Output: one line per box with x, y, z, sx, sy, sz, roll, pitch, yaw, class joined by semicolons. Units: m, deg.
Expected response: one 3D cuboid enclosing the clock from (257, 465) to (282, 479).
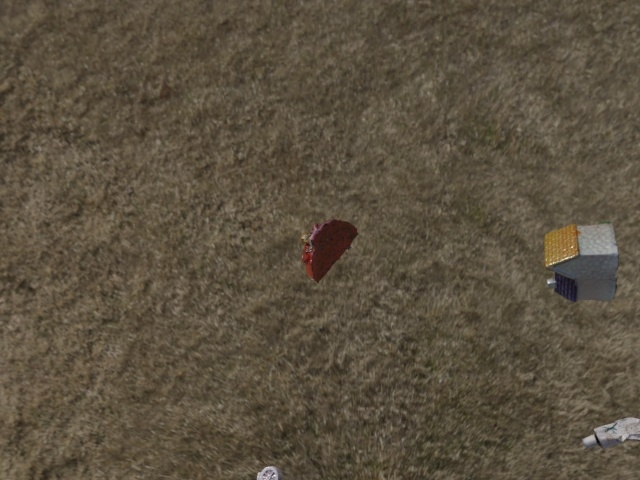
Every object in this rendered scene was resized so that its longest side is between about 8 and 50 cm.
-0.113;0.518;1.335;0.087;0.041;0.129;-4;69;21;clock

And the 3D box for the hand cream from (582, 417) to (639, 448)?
0.768;0.467;1.625;0.257;0.050;0.084;-11;27;11;hand cream

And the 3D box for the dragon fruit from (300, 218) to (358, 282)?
0.000;0.000;1.510;0.162;0.106;0.083;-47;43;-16;dragon fruit

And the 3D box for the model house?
0.390;0.033;1.011;0.100;0.101;0.088;-3;37;17;model house
